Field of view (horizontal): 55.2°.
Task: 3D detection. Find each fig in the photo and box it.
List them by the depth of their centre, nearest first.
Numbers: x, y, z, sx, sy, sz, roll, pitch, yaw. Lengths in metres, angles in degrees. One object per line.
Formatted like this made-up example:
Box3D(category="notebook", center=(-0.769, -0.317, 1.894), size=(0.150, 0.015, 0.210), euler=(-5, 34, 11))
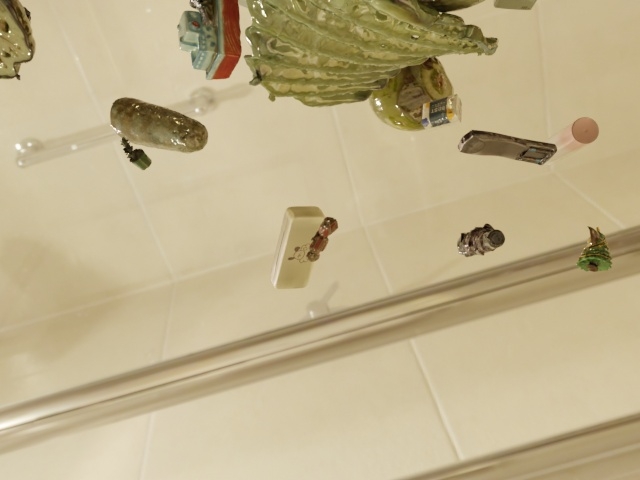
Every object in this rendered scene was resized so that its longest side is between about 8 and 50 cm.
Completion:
Box3D(category="fig", center=(0.253, -0.432, 1.816), size=(0.271, 0.240, 0.239), euler=(-8, 99, 56))

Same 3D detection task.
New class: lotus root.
Box3D(category="lotus root", center=(-0.660, -0.439, 1.262), size=(0.078, 0.183, 0.203), euler=(-59, -32, -51))

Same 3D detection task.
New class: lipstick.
Box3D(category="lipstick", center=(0.820, -0.328, 2.053), size=(0.327, 0.087, 0.087), euler=(84, 170, -86))

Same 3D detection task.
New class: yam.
Box3D(category="yam", center=(-0.446, -0.316, 1.715), size=(0.133, 0.330, 0.133), euler=(-33, -48, -47))

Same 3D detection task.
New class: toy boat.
Box3D(category="toy boat", center=(-0.281, -0.562, 1.492), size=(0.145, 0.133, 0.331), euler=(-38, 55, 57))

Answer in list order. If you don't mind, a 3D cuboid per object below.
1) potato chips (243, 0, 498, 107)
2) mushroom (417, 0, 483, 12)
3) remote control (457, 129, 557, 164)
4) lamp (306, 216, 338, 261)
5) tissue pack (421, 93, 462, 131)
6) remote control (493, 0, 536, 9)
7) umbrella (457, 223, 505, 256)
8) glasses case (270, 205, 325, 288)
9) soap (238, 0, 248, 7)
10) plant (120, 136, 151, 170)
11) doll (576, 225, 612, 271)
Box3D(category="potato chips", center=(0.065, -0.304, 0.961), size=(0.389, 0.373, 0.097), euler=(3, -100, -50))
Box3D(category="mushroom", center=(0.170, -0.429, 0.905), size=(0.190, 0.267, 0.164), euler=(-26, -45, -56))
Box3D(category="remote control", center=(0.368, -0.181, 1.199), size=(0.059, 0.212, 0.028), euler=(128, 140, -54))
Box3D(category="lamp", center=(0.000, 0.000, 1.083), size=(0.083, 0.031, 0.063), euler=(-67, -14, 14))
Box3D(category="tissue pack", center=(0.269, -0.283, 1.357), size=(0.042, 0.083, 0.062), euler=(40, -129, -46))
Box3D(category="remote control", center=(0.577, -0.734, 1.705), size=(0.285, 0.124, 0.038), euler=(81, -166, -80))
Box3D(category="umbrella", center=(0.494, 0.002, 1.904), size=(0.094, 0.090, 0.326), euler=(49, 175, 3))
Box3D(category="glasses case", center=(-0.081, 0.028, 2.112), size=(0.070, 0.131, 0.312), euler=(-122, 39, -47))
Box3D(category="soap", center=(-0.174, -0.842, 1.891), size=(0.446, 0.262, 0.156), euler=(-37, -70, -67))
Box3D(category="plant", center=(-0.507, -0.237, 1.661), size=(0.102, 0.051, 0.051), euler=(47, -161, -41))
Box3D(category="doll", center=(0.663, 0.020, 1.448), size=(0.078, 0.113, 0.077), euler=(35, 168, -34))
